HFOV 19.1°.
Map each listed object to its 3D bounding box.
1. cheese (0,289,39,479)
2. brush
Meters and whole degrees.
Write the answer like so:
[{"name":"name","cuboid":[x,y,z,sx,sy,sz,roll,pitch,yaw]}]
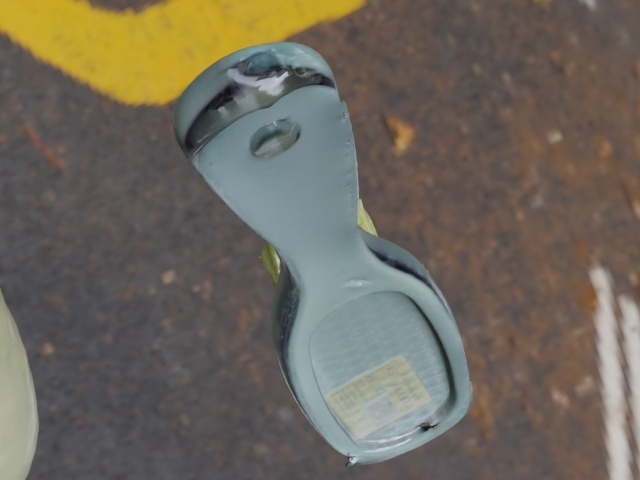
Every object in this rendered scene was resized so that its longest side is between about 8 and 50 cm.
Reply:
[{"name":"cheese","cuboid":[-0.216,-0.022,0.692,0.328,0.351,0.130,41,42,-11]},{"name":"brush","cuboid":[0.000,0.000,0.664,0.297,0.068,0.060,66,-2,-62]}]
